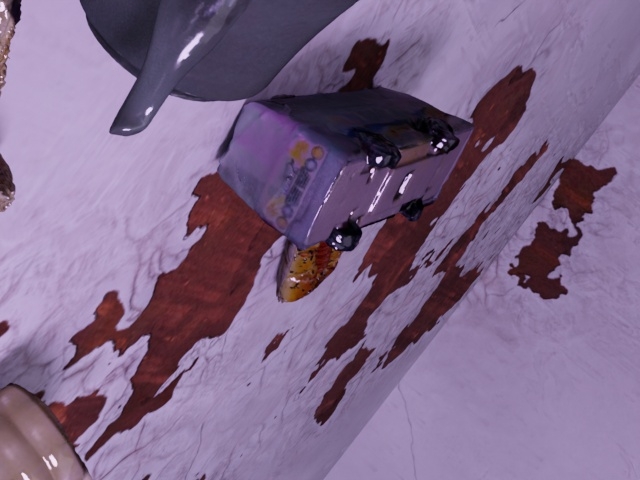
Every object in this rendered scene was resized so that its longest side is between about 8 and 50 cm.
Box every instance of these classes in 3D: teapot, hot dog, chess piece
[{"bbox_3d":[-0.065,-0.150,0.689,0.149,0.162,0.239,-52,-163,35],"label":"teapot"},{"bbox_3d":[0.000,0.000,1.359,0.108,0.059,0.191,-36,161,-33],"label":"hot dog"},{"bbox_3d":[-0.325,0.249,0.915,0.307,0.124,0.139,-39,-167,-28],"label":"chess piece"}]

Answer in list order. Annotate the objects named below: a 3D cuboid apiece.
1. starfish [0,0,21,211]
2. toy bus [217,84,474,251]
[{"bbox_3d":[-0.219,-0.041,0.633,0.238,0.071,0.216,-53,160,28],"label":"starfish"},{"bbox_3d":[0.030,-0.080,1.125,0.317,0.138,0.112,-16,136,-63],"label":"toy bus"}]
